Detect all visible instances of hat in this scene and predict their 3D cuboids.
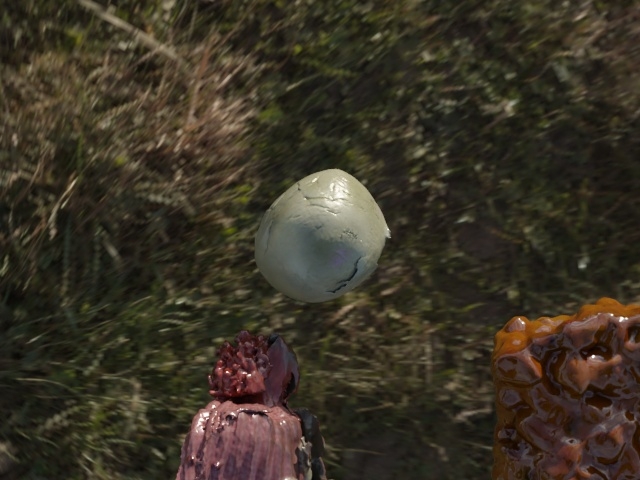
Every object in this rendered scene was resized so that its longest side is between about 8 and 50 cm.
[{"bbox_3d":[-0.060,0.225,1.387,0.107,0.236,0.286,-2,79,31],"label":"hat"}]

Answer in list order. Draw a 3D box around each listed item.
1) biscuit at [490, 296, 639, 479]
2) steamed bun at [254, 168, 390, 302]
[{"bbox_3d":[0.346,0.224,1.711,0.318,0.110,0.312,-2,97,-11],"label":"biscuit"},{"bbox_3d":[0.000,0.000,1.421,0.130,0.091,0.112,-38,118,3],"label":"steamed bun"}]
